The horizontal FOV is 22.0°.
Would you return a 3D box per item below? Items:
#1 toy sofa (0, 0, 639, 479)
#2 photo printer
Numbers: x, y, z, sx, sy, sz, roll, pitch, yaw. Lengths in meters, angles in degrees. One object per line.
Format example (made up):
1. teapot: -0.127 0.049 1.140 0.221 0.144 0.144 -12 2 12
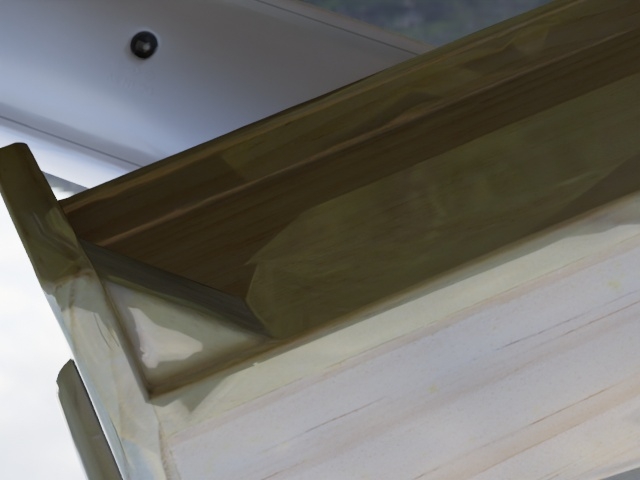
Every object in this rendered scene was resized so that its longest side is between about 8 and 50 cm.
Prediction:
1. toy sofa: 0.078 0.001 0.596 0.362 0.177 0.150 -23 -155 -10
2. photo printer: -0.041 -0.057 0.784 0.307 0.107 0.256 19 178 5
